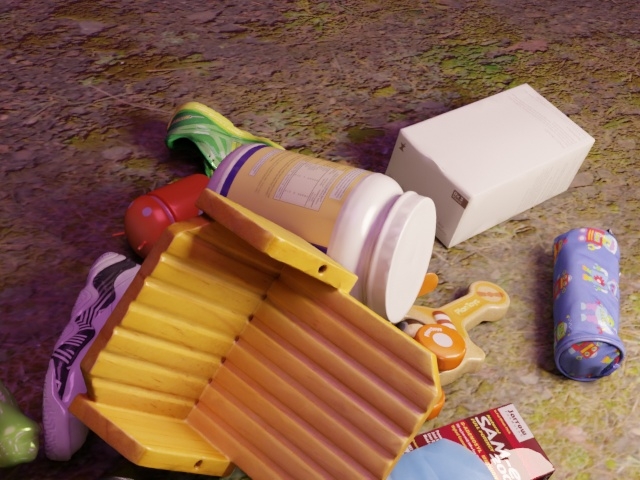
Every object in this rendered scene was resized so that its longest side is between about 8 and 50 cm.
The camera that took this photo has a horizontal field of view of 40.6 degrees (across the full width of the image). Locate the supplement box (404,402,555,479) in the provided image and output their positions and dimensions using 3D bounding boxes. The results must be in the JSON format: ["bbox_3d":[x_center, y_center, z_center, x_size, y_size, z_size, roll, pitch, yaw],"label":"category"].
[{"bbox_3d":[0.220,0.347,1.315,0.239,0.073,0.130,-13,54,-26],"label":"supplement box"}]

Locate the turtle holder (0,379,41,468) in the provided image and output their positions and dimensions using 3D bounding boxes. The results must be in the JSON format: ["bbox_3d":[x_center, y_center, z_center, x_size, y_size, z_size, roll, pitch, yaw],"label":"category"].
[{"bbox_3d":[-0.551,0.270,1.090,0.320,0.243,0.227,11,50,-56],"label":"turtle holder"}]

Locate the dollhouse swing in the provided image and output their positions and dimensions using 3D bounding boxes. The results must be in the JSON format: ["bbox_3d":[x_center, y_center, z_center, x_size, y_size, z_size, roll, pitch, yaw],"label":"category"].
[{"bbox_3d":[-0.072,0.185,1.135,0.305,0.347,0.315,37,5,37],"label":"dollhouse swing"}]

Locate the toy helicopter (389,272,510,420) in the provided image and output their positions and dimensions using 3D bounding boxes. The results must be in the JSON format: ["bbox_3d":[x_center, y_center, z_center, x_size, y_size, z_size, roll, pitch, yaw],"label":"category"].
[{"bbox_3d":[0.197,0.139,1.493,0.235,0.140,0.355,36,37,29],"label":"toy helicopter"}]

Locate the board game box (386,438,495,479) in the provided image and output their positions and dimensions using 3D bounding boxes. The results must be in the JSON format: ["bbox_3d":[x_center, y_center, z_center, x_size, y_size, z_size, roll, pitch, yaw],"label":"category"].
[{"bbox_3d":[0.168,0.356,1.223,0.169,0.033,0.133,-13,49,-31],"label":"board game box"}]

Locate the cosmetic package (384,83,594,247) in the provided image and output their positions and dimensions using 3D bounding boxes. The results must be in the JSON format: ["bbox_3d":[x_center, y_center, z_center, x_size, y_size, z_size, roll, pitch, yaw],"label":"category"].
[{"bbox_3d":[0.344,-0.162,1.769,0.385,0.156,0.217,-23,57,-30],"label":"cosmetic package"}]

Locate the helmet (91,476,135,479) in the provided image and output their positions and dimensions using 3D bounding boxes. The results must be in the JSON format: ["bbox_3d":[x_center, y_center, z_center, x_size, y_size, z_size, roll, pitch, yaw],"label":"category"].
[{"bbox_3d":[-0.262,0.383,1.087,0.162,0.169,0.169,-6,48,2],"label":"helmet"}]

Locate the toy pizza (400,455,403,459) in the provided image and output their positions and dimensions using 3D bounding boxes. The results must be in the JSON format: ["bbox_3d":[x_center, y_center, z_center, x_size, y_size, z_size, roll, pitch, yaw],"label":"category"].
[{"bbox_3d":[0.020,0.297,1.256,0.201,0.032,0.201,-1,80,9],"label":"toy pizza"}]

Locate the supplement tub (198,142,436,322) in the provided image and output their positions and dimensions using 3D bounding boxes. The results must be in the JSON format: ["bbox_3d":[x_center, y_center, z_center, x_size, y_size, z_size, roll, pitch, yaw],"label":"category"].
[{"bbox_3d":[-0.004,-0.011,1.402,0.331,0.241,0.241,16,43,23],"label":"supplement tub"}]

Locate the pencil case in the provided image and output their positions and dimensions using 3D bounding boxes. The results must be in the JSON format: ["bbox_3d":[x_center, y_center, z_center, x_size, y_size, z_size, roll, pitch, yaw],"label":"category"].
[{"bbox_3d":[0.489,0.111,1.580,0.133,0.119,0.306,24,45,-8],"label":"pencil case"}]

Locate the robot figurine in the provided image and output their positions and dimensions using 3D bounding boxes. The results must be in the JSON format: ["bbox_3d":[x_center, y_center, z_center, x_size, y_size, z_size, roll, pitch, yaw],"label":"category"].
[{"bbox_3d":[-0.244,-0.037,1.503,0.219,0.128,0.158,-27,77,-34],"label":"robot figurine"}]

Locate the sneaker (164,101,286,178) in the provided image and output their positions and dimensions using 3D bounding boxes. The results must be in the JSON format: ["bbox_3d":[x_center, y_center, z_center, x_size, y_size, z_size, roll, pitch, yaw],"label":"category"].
[{"bbox_3d":[-0.167,-0.153,1.669,0.295,0.109,0.123,28,70,8],"label":"sneaker"}]

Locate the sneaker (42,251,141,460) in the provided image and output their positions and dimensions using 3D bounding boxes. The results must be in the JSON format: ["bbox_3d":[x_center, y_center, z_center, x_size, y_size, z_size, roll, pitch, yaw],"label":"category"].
[{"bbox_3d":[-0.274,0.172,1.293,0.210,0.137,0.366,10,43,-2],"label":"sneaker"}]
